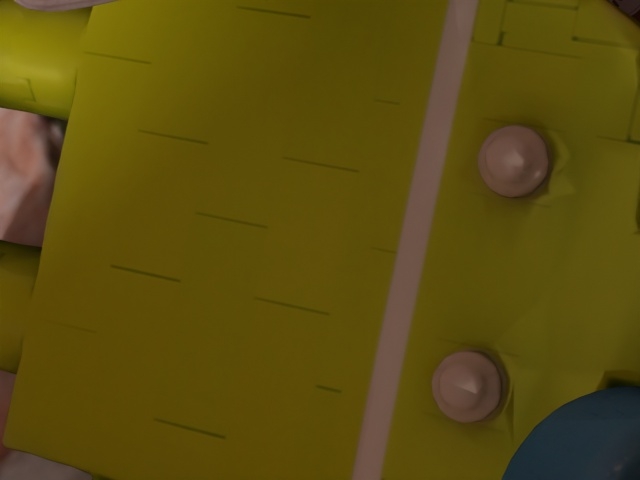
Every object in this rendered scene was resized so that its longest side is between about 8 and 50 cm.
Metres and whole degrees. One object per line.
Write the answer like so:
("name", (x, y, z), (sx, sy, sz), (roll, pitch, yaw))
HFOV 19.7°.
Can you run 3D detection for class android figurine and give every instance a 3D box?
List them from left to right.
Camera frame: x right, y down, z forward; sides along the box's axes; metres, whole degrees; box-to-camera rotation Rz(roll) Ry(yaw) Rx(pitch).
("android figurine", (0.000, 0.000, 0.539), (0.273, 0.056, 0.248), (14, 91, 27))

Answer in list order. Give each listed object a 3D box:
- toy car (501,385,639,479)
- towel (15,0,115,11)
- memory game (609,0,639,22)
("toy car", (0.202, 0.059, 0.391), (0.219, 0.238, 0.210), (13, 81, 66))
("towel", (-0.002, -0.208, 0.544), (0.209, 0.034, 0.285), (-14, 61, 20))
("memory game", (0.113, -0.051, 0.533), (0.186, 0.012, 0.186), (-2, 84, 21))
